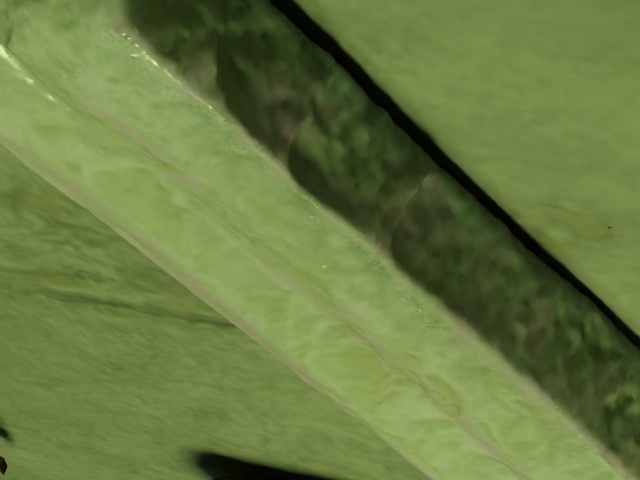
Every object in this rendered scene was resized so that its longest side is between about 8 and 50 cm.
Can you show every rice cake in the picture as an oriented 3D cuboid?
[{"bbox_3d":[-0.001,0.001,0.572,0.106,0.050,0.298,-3,146,43],"label":"rice cake"}]

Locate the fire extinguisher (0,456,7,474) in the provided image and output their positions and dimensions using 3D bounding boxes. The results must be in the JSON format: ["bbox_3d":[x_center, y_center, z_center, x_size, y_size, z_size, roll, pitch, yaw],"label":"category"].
[{"bbox_3d":[-0.219,0.092,0.946,0.132,0.039,0.056,28,164,-15],"label":"fire extinguisher"}]

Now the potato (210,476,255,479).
[{"bbox_3d":[0.014,0.168,0.867,0.188,0.085,0.105,19,154,15],"label":"potato"}]
